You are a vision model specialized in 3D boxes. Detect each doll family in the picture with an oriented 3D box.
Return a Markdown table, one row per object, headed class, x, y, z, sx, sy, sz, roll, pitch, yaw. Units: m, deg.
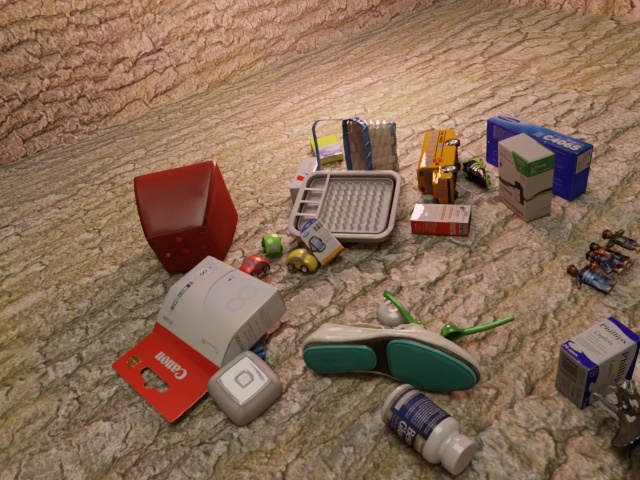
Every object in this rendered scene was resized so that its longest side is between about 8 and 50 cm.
| class | x | y | z | sx | sy | sz | roll | pitch | yaw |
| --- | --- | --- | --- | --- | --- | --- | --- | --- | --- |
| doll family | 0.696 | 0.048 | 1.212 | 0.193 | 0.076 | 0.111 | -36 | 47 | -23 |

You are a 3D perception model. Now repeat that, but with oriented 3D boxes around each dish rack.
| class | x | y | z | sx | sy | sz | roll | pitch | yaw |
| --- | --- | --- | --- | --- | --- | --- | --- | --- | --- |
| dish rack | 0.083 | -0.101 | 1.555 | 0.332 | 0.072 | 0.286 | 2 | 51 | 19 |

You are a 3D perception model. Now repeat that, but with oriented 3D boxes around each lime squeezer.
| class | x | y | z | sx | sy | sz | roll | pitch | yaw |
| --- | --- | --- | --- | --- | --- | --- | --- | --- | --- |
| lime squeezer | 0.283 | 0.197 | 1.151 | 0.310 | 0.059 | 0.110 | 8 | 44 | 26 |

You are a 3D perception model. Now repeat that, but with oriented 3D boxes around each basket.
| class | x | y | z | sx | sy | sz | roll | pitch | yaw |
| --- | --- | --- | --- | --- | --- | --- | --- | --- | --- |
| basket | 0.118 | -0.301 | 1.705 | 0.288 | 0.255 | 0.201 | -12 | 20 | -22 |

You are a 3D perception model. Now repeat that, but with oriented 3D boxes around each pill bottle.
| class | x | y | z | sx | sy | sz | roll | pitch | yaw |
| --- | --- | --- | --- | --- | --- | --- | --- | --- | --- |
| pill bottle | 0.205 | 0.359 | 0.935 | 0.094 | 0.094 | 0.169 | -33 | 41 | -25 |

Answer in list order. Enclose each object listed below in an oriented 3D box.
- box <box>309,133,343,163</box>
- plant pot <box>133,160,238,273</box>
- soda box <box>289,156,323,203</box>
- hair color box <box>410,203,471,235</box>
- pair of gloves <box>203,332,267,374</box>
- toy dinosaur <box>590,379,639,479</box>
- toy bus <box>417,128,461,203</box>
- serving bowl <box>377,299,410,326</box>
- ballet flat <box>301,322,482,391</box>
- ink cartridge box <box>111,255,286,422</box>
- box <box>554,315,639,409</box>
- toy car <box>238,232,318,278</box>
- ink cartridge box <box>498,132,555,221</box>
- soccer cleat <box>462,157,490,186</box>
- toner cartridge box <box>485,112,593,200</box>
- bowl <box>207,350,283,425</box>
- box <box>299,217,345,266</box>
| class | x | y | z | sx | sy | sz | roll | pitch | yaw |
| --- | --- | --- | --- | --- | --- | --- | --- | --- | --- |
| box | 0.026 | -0.361 | 1.966 | 0.109 | 0.042 | 0.178 | -15 | 37 | -2 |
| plant pot | -0.417 | -0.053 | 1.540 | 0.267 | 0.267 | 0.236 | -12 | 48 | 1 |
| soda box | -0.048 | -0.221 | 1.786 | 0.073 | 0.069 | 0.216 | -2 | 38 | 16 |
| hair color box | 0.362 | -0.063 | 1.472 | 0.167 | 0.053 | 0.093 | 3 | 39 | 22 |
| pair of gloves | -0.212 | 0.265 | 1.243 | 0.159 | 0.023 | 0.198 | -9 | 38 | 5 |
| toy dinosaur | 0.579 | 0.386 | 0.800 | 0.160 | 0.121 | 0.314 | -15 | 40 | 17 |
| toy bus | 0.404 | -0.255 | 1.661 | 0.130 | 0.108 | 0.333 | 1 | 39 | 19 |
| serving bowl | 0.183 | 0.176 | 1.235 | 0.083 | 0.027 | 0.083 | -8 | 36 | 6 |
| ballet flat | 0.153 | 0.236 | 1.094 | 0.400 | 0.139 | 0.139 | 0 | 39 | 23 |
| ink cartridge box | -0.322 | 0.222 | 1.247 | 0.308 | 0.091 | 0.385 | 20 | 51 | 40 |
| box | 0.542 | 0.240 | 0.963 | 0.137 | 0.126 | 0.072 | -24 | 37 | -14 |
| toy car | -0.140 | 0.031 | 1.473 | 0.239 | 0.053 | 0.225 | -7 | 29 | -13 |
| ink cartridge box | 0.594 | -0.181 | 1.428 | 0.086 | 0.208 | 0.153 | -20 | 37 | -5 |
| soccer cleat | 0.518 | -0.221 | 1.633 | 0.072 | 0.060 | 0.179 | -15 | 29 | 13 |
| toner cartridge box | 0.678 | -0.274 | 1.559 | 0.075 | 0.165 | 0.348 | -25 | 39 | -18 |
| bowl | -0.169 | 0.321 | 1.102 | 0.142 | 0.053 | 0.142 | -35 | 60 | -29 |
| box | 0.000 | 0.000 | 1.447 | 0.081 | 0.028 | 0.136 | -40 | 68 | 6 |
